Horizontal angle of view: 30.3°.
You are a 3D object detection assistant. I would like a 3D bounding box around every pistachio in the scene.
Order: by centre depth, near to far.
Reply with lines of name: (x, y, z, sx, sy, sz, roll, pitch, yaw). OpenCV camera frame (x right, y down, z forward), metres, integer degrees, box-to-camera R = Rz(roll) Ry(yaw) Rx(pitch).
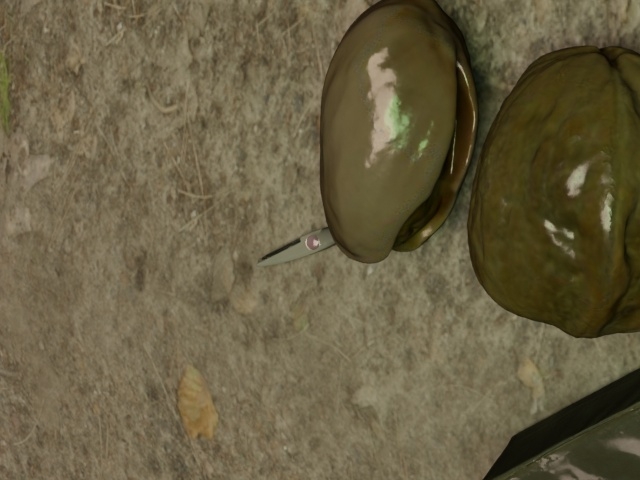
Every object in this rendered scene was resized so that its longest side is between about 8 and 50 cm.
pistachio: (0.068, -0.119, 1.244, 0.197, 0.166, 0.288, 29, 114, 38)

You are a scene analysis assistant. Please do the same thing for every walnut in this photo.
walnut: (0.257, -0.044, 1.125, 0.227, 0.283, 0.283, 2, 103, -3)

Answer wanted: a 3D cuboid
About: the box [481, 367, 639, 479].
box: (0.308, 0.237, 1.206, 0.231, 0.155, 0.149, -34, 87, 27)

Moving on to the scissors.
scissors: (0.000, 0.000, 1.380, 0.176, 0.022, 0.085, -21, 87, 26)
